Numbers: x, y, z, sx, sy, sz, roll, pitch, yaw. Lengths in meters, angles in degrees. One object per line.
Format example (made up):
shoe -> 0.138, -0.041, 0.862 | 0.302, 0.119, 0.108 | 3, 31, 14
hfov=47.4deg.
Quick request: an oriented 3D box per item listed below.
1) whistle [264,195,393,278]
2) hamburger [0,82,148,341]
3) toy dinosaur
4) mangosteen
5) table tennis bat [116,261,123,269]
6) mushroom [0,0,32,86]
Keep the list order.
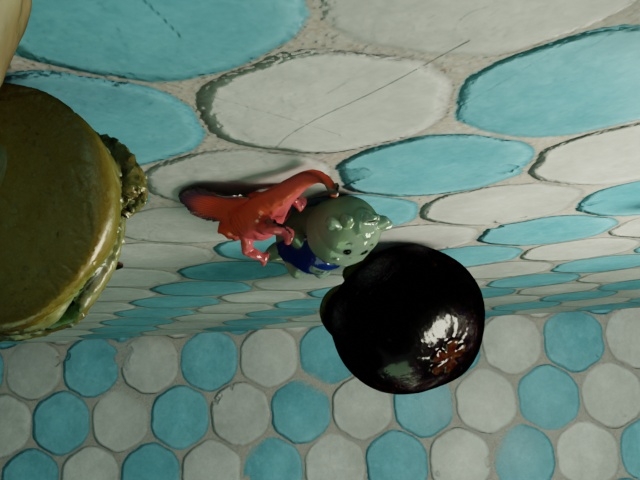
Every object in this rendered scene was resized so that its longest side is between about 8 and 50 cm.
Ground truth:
whistle -> 0.000, 0.000, 0.957 | 0.110, 0.092, 0.244 | 0, 167, -35
hamburger -> -0.241, -0.016, 0.569 | 0.215, 0.190, 0.122 | -1, 166, 2
toy dinosaur -> -0.089, -0.047, 0.847 | 0.138, 0.070, 0.286 | 24, 159, -14
mangosteen -> 0.132, 0.119, 1.277 | 0.274, 0.275, 0.302 | 5, -159, -35
table tennis bat -> -0.401, 0.040, 1.243 | 0.086, 0.013, 0.156 | -6, 169, 17
mushroom -> -0.252, -0.072, 0.383 | 0.173, 0.162, 0.236 | 10, 165, -41
